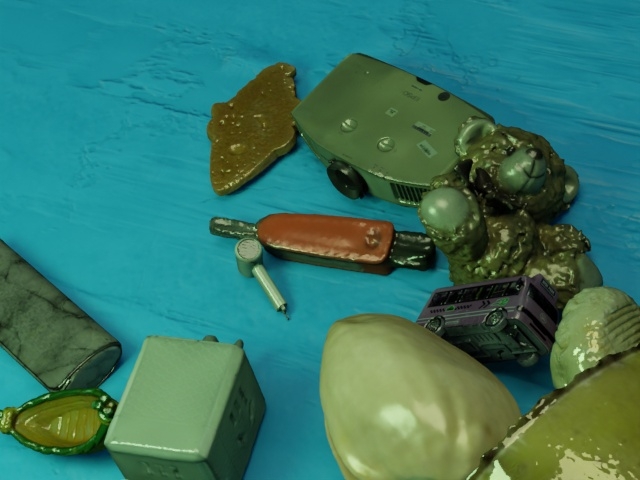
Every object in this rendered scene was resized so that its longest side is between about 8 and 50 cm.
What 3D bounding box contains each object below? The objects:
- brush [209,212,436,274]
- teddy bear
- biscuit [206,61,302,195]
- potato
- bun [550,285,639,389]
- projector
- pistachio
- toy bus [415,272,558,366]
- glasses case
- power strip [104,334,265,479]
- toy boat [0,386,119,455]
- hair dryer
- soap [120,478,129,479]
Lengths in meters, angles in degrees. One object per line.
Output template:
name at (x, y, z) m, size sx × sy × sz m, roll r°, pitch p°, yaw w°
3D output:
brush at (0.000, 0.000, 2.142) m, size 0.323 × 0.051 × 0.070 m, roll 9°, pitch 62°, yaw 17°
teddy bear at (0.245, -0.041, 2.041) m, size 0.267 × 0.156 × 0.256 m, roll 30°, pitch 58°, yaw -14°
biscuit at (-0.097, -0.162, 2.300) m, size 0.162 × 0.035 × 0.250 m, roll 10°, pitch 55°, yaw 28°
potato at (0.347, 0.324, 1.570) m, size 0.442 × 0.385 × 0.319 m, roll -11°, pitch 46°, yaw -43°
bun at (0.341, 0.149, 1.869) m, size 0.164 × 0.188 × 0.111 m, roll -29°, pitch 4°, yaw -43°
projector at (0.094, -0.140, 2.198) m, size 0.269 × 0.088 × 0.193 m, roll 30°, pitch 66°, yaw 32°
pistachio at (0.108, 0.203, 1.860) m, size 0.214 × 0.193 × 0.318 m, roll -27°, pitch 48°, yaw -13°
toy bus at (0.208, 0.098, 1.941) m, size 0.178 × 0.087 × 0.098 m, roll -10°, pitch 42°, yaw 46°
glasses case at (-0.401, 0.104, 2.156) m, size 0.114 × 0.060 × 0.299 m, roll -42°, pitch 54°, yaw -18°
power strip at (-0.156, 0.201, 1.965) m, size 0.139 × 0.140 × 0.224 m, roll 5°, pitch 55°, yaw 20°
toy boat at (-0.326, 0.228, 1.997) m, size 0.230 × 0.088 × 0.089 m, roll -11°, pitch 60°, yaw 37°
hair dryer at (-0.073, 0.057, 2.120) m, size 0.038 × 0.063 × 0.124 m, roll -30°, pitch 72°, yaw -11°
soap at (-0.197, 0.419, 1.838) m, size 0.160 × 0.087 × 0.265 m, roll -42°, pitch 54°, yaw -17°
